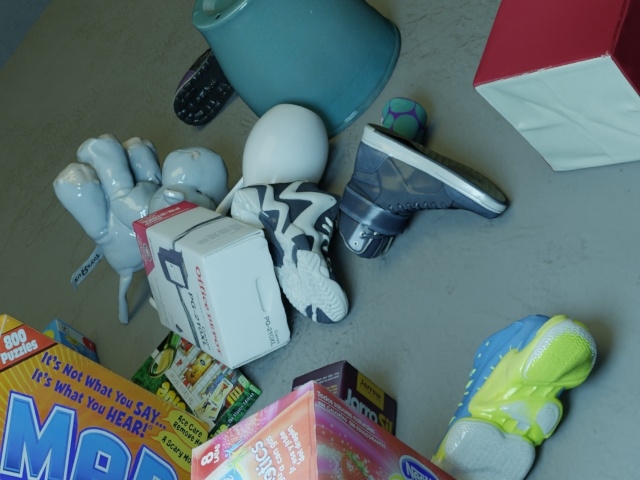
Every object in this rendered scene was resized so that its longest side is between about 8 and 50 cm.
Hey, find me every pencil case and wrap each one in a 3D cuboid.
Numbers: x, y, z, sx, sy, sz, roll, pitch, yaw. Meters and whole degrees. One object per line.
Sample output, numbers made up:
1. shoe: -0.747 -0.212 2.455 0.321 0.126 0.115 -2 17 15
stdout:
1. pencil case: 0.098 -0.123 1.563 0.070 0.064 0.152 3 58 33

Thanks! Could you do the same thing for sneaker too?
1. sneaker: 0.186 0.173 1.161 0.240 0.091 0.126 -48 14 3
2. sneaker: -0.172 -0.348 2.084 0.283 0.107 0.124 -40 28 15
3. sneaker: 0.122 -0.034 1.435 0.226 0.086 0.163 30 105 34
4. sneaker: 0.000 0.000 1.533 0.153 0.094 0.235 -23 54 -33

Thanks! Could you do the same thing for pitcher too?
1. pitcher: -0.082 -0.095 1.695 0.177 0.125 0.207 1 66 41

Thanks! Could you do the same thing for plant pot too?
1. plant pot: -0.057 -0.328 1.782 0.271 0.255 0.272 -31 37 27

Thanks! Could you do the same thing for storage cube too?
1. storage cube: 0.319 -0.214 1.283 0.215 0.183 0.193 -7 53 46

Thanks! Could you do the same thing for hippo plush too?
1. hippo plush: -0.279 -0.062 1.795 0.236 0.234 0.294 -14 47 44

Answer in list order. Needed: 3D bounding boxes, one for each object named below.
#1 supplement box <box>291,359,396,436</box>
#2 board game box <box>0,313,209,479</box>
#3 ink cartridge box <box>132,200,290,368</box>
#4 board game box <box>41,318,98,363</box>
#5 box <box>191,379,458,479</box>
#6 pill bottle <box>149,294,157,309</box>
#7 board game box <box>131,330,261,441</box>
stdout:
1. supplement box: 0.020 0.244 1.247 0.080 0.104 0.188 -25 40 32
2. board game box: -0.407 0.343 1.345 0.356 0.356 0.356 -13 56 33
3. ink cartridge box: -0.156 0.056 1.569 0.100 0.172 0.237 -24 23 -26
4. board game box: -0.469 0.324 1.768 0.308 0.086 0.302 -46 33 7
5. box: 0.035 0.277 1.014 0.154 0.300 0.142 -33 38 26
6. pill bottle: -0.206 0.068 1.732 0.116 0.065 0.065 -50 33 -1
7. board game box: -0.183 0.207 1.600 0.136 0.030 0.259 -53 32 -1
